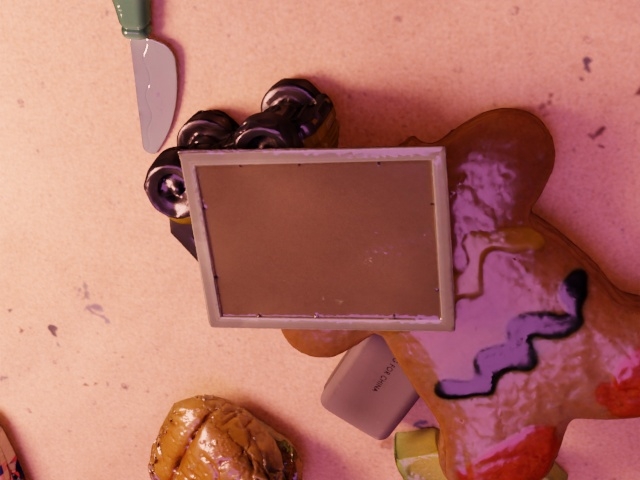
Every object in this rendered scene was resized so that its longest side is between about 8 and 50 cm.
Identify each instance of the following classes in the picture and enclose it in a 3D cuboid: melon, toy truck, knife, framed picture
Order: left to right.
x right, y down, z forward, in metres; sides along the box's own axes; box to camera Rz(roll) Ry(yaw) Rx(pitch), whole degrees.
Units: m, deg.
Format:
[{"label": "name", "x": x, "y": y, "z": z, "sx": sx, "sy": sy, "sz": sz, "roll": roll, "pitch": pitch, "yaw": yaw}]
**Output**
[{"label": "knife", "x": -0.193, "y": -0.212, "z": 1.218, "sx": 0.063, "sy": 0.034, "sz": 0.260, "roll": 0, "pitch": 125, "yaw": 11}, {"label": "toy truck", "x": -0.071, "y": -0.065, "z": 1.188, "sx": 0.224, "sy": 0.147, "sz": 0.165, "roll": -19, "pitch": 112, "yaw": 24}, {"label": "framed picture", "x": 0.000, "y": 0.000, "z": 1.113, "sx": 0.275, "sy": 0.017, "sz": 0.217, "roll": 1, "pitch": 118, "yaw": 11}, {"label": "melon", "x": 0.198, "y": 0.292, "z": 1.350, "sx": 0.210, "sy": 0.064, "sz": 0.118, "roll": -7, "pitch": 111, "yaw": 20}]

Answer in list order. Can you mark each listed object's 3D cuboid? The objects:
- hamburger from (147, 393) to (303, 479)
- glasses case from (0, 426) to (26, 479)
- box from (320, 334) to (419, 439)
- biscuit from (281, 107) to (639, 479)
[{"label": "hamburger", "x": -0.129, "y": 0.306, "z": 1.432, "sx": 0.206, "sy": 0.130, "sz": 0.183, "roll": 32, "pitch": 121, "yaw": 2}, {"label": "glasses case", "x": -0.502, "y": 0.379, "z": 1.630, "sx": 0.125, "sy": 0.076, "sz": 0.327, "roll": -2, "pitch": 117, "yaw": 22}, {"label": "box", "x": 0.095, "y": 0.131, "z": 1.295, "sx": 0.103, "sy": 0.055, "sz": 0.243, "roll": 31, "pitch": 124, "yaw": 0}, {"label": "biscuit", "x": 0.164, "y": 0.086, "z": 1.172, "sx": 0.368, "sy": 0.076, "sz": 0.394, "roll": -37, "pitch": 97, "yaw": 17}]
